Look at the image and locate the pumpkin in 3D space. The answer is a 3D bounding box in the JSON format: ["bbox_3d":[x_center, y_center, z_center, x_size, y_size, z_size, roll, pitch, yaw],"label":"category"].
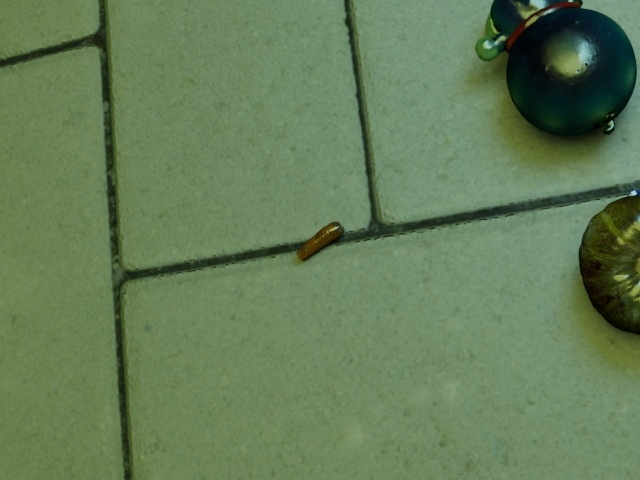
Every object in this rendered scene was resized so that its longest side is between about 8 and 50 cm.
[{"bbox_3d":[0.490,0.032,1.398,0.218,0.162,0.219,4,105,17],"label":"pumpkin"}]

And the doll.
[{"bbox_3d":[0.375,-0.296,1.489,0.198,0.186,0.322,-35,67,7],"label":"doll"}]

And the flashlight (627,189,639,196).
[{"bbox_3d":[0.542,-0.051,1.458,0.121,0.035,0.057,0,79,12],"label":"flashlight"}]

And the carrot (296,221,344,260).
[{"bbox_3d":[0.000,0.000,1.617,0.093,0.032,0.032,-37,70,11],"label":"carrot"}]
